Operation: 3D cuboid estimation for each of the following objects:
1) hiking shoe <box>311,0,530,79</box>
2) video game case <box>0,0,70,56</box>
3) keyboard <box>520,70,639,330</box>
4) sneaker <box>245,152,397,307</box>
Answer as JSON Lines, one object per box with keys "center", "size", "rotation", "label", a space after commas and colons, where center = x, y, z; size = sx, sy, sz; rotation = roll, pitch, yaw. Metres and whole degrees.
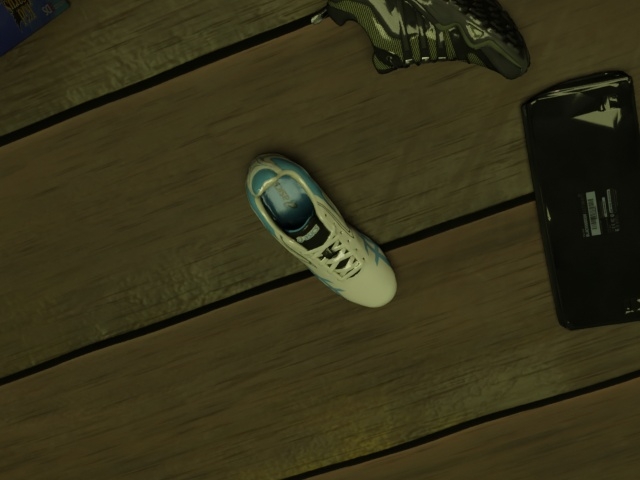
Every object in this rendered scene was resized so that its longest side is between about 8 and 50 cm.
{"center": [0.108, -0.219, 1.038], "size": [0.227, 0.086, 0.114], "rotation": [29, 127, -6], "label": "hiking shoe"}
{"center": [-0.391, -0.166, 0.963], "size": [0.244, 0.269, 0.061], "rotation": [-27, 110, 13], "label": "video game case"}
{"center": [0.352, -0.043, 1.136], "size": [0.202, 0.033, 0.317], "rotation": [-9, 117, 13], "label": "keyboard"}
{"center": [0.000, 0.000, 1.137], "size": [0.085, 0.086, 0.237], "rotation": [-39, 111, 16], "label": "sneaker"}
